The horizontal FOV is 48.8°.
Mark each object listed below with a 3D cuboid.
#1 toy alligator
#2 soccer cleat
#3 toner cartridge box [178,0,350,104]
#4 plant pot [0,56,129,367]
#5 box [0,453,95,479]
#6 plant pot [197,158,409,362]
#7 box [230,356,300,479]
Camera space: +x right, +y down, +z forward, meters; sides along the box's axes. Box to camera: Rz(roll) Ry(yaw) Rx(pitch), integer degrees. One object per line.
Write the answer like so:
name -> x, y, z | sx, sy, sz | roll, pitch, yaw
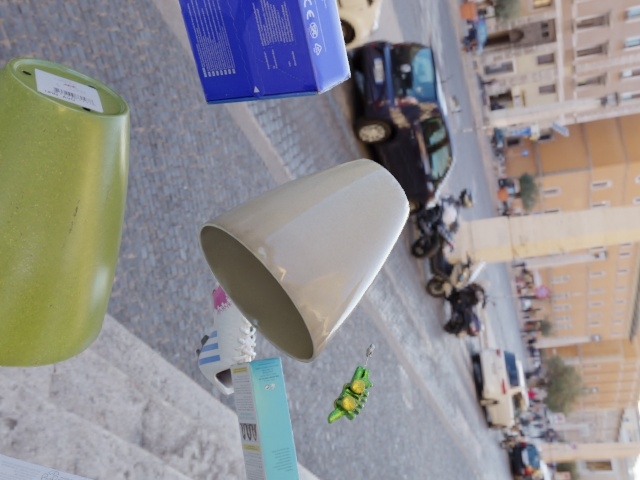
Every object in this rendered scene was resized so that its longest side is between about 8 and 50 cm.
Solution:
toy alligator -> 0.080, 0.301, 1.437 | 0.190, 0.051, 0.056 | -56, -174, -26
soccer cleat -> -0.180, 0.204, 1.557 | 0.116, 0.143, 0.331 | -13, 138, -39
toner cartridge box -> -0.086, -0.327, 0.749 | 0.075, 0.165, 0.348 | -39, 124, -47
plant pot -> -0.342, -0.052, 0.837 | 0.294, 0.274, 0.275 | -60, 175, 21
box -> -0.315, 0.199, 0.557 | 0.067, 0.323, 0.063 | -46, 138, -59
plant pot -> 0.000, 0.000, 1.081 | 0.274, 0.256, 0.257 | -40, 132, -22
box -> -0.092, 0.323, 1.184 | 0.100, 0.060, 0.244 | -25, -108, 62
